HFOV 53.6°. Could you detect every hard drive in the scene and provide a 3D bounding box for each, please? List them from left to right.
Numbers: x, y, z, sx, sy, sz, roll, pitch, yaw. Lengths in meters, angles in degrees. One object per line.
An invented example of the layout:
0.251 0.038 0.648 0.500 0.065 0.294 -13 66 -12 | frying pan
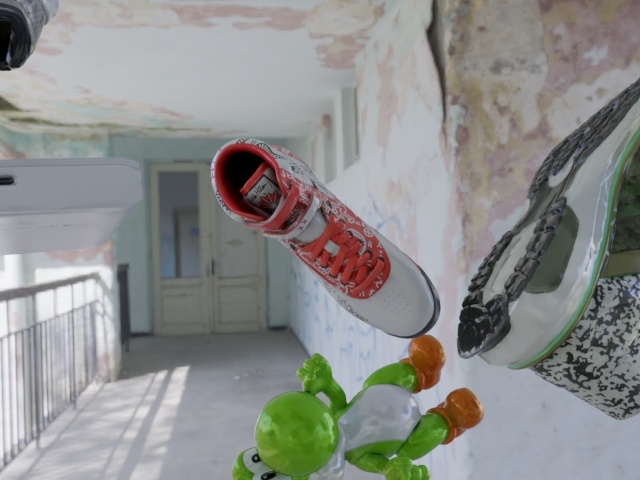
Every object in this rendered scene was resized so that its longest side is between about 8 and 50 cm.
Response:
-0.327 -0.023 0.650 0.233 0.047 0.353 -5 -5 -24 | hard drive

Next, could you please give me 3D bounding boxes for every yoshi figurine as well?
0.051 0.254 0.892 0.362 0.203 0.203 -19 10 -24 | yoshi figurine

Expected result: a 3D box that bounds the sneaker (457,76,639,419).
0.292 -0.009 0.597 0.182 0.410 0.158 39 -21 -1 | sneaker

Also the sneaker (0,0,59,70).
-0.217 -0.154 0.352 0.063 0.074 0.170 -1 -18 18 | sneaker

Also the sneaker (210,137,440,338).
-0.001 0.000 0.639 0.090 0.270 0.145 -47 -18 13 | sneaker
